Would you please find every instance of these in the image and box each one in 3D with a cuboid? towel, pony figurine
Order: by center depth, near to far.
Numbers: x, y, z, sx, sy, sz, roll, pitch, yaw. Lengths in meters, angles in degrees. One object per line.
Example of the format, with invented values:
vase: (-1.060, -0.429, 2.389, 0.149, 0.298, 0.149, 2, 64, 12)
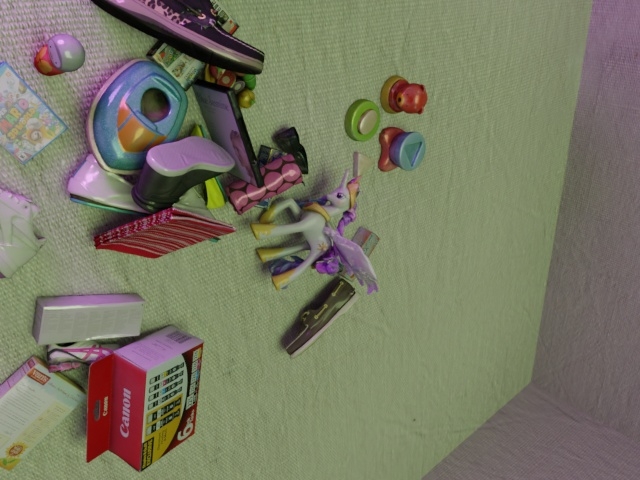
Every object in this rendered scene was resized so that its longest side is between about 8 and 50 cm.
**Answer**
towel: (-0.361, -0.009, 1.218, 0.199, 0.275, 0.031, 17, 63, -55)
pony figurine: (0.000, 0.000, 1.571, 0.364, 0.303, 0.350, -25, 118, -13)

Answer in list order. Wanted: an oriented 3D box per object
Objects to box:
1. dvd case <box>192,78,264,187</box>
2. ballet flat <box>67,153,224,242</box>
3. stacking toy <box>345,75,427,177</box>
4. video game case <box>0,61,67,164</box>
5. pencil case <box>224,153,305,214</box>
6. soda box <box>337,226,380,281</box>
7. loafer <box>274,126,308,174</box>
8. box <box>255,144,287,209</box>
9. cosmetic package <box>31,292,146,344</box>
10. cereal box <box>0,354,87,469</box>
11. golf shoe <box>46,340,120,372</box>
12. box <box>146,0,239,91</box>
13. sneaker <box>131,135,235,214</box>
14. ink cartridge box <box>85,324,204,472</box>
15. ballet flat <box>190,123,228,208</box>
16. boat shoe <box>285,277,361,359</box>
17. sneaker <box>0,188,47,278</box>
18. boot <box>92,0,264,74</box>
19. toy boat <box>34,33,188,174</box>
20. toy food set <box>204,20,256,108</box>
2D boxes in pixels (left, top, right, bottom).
dvd case: (-0.223, -0.258, 1.273, 0.022, 0.180, 0.252, -34, 129, -25)
ballet flat: (-0.383, -0.100, 1.254, 0.400, 0.139, 0.139, 19, 96, -42)
stacking toy: (0.230, -0.340, 1.680, 0.280, 0.130, 0.308, -30, 127, -29)
video game case: (-0.609, -0.250, 1.048, 0.119, 0.015, 0.166, -47, 133, -15)
pencil case: (-0.148, -0.143, 1.394, 0.210, 0.095, 0.098, -27, 169, -17)
soda box: (0.125, 0.048, 1.819, 0.058, 0.063, 0.183, 38, 82, -45)
loafer: (-0.077, -0.251, 1.508, 0.061, 0.062, 0.170, -15, 137, 9)
box: (-0.154, -0.175, 1.467, 0.059, 0.054, 0.168, 10, 103, -44)
cosmetic package: (-0.555, 0.185, 1.274, 0.239, 0.060, 0.098, 3, 110, -43)
cereal box: (-0.709, 0.411, 1.253, 0.240, 0.047, 0.173, -46, 133, -17)
golf shoe: (-0.573, 0.267, 1.292, 0.186, 0.068, 0.085, 1, 79, -58)
box: (-0.291, -0.461, 1.217, 0.207, 0.036, 0.114, -54, 135, -9)
sneaker: (-0.313, -0.145, 1.190, 0.147, 0.104, 0.296, -47, 173, 26)
ink cartridge box: (-0.454, 0.420, 1.374, 0.272, 0.130, 0.309, -22, 126, -57)
ballet flat: (-0.299, -0.175, 1.328, 0.077, 0.077, 0.230, -21, 127, -12)
boat shoe: (-0.005, 0.264, 1.784, 0.324, 0.096, 0.116, -42, 173, -14)
sneaker: (-0.662, -0.073, 1.039, 0.152, 0.114, 0.305, -47, 140, -34)
boot: (-0.252, -0.538, 1.089, 0.378, 0.138, 0.284, 22, 91, -16)
toy boat: (-0.421, -0.288, 1.081, 0.318, 0.148, 0.267, 36, 67, -40)
toy food set: (-0.206, -0.392, 1.269, 0.128, 0.071, 0.217, -47, 148, -20)
